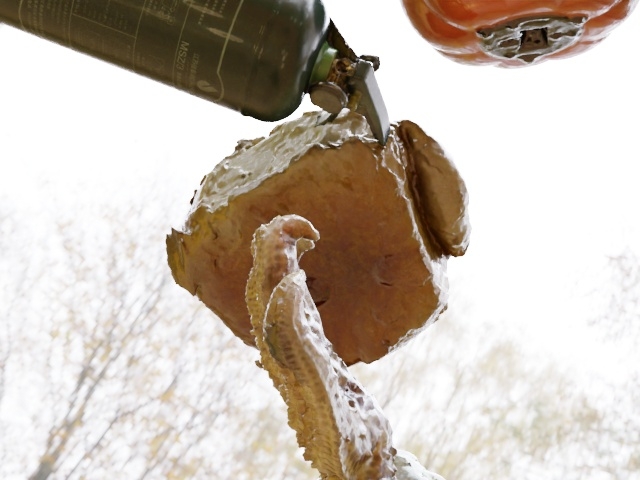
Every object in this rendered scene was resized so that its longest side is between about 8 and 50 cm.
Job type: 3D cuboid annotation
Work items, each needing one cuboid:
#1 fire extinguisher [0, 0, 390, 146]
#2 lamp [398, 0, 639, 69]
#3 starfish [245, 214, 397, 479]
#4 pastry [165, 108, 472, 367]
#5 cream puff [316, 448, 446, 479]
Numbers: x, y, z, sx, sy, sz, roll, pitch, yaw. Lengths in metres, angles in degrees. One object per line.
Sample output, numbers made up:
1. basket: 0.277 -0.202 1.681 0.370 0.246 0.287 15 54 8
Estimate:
1. fire extinguisher: -0.095 -0.145 0.823 0.311 0.095 0.114 20 -33 4
2. lamp: 0.143 -0.218 0.916 0.188 0.163 0.187 -3 -16 -1
3. starfish: 0.016 0.104 0.640 0.071 0.216 0.238 -26 -50 4
4. pastry: 0.000 0.000 0.936 0.229 0.100 0.218 2 -51 1
5. cream puff: 0.050 0.260 1.109 0.146 0.146 0.116 2 -57 24
